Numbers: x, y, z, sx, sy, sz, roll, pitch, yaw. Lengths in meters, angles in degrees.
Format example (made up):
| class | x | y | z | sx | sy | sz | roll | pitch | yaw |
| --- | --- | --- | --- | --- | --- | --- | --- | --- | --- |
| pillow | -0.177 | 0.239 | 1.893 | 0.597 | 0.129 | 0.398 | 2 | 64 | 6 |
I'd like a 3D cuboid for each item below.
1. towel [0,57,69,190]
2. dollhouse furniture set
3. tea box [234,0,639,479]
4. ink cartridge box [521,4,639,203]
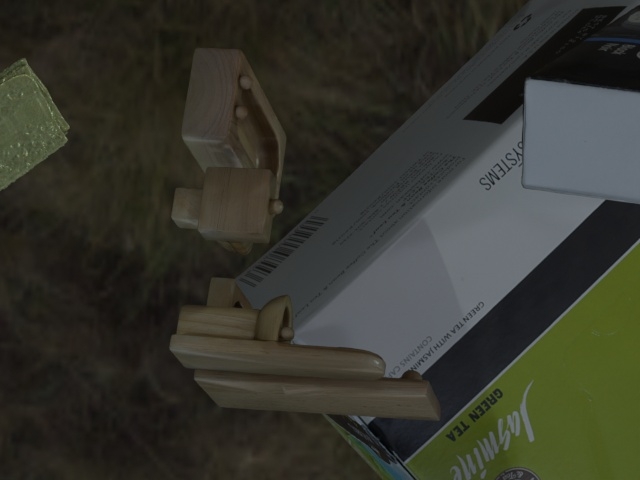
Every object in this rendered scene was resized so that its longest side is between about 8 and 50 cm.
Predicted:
| class | x | y | z | sx | sy | sz | roll | pitch | yaw |
| --- | --- | --- | --- | --- | --- | --- | --- | --- | --- |
| towel | -0.345 | -0.114 | 1.870 | 0.148 | 0.027 | 0.110 | -42 | 121 | -23 |
| dollhouse furniture set | 0.000 | 0.000 | 0.906 | 0.123 | 0.151 | 0.144 | 3 | 161 | 12 |
| tea box | 0.169 | 0.054 | 1.199 | 0.329 | 0.220 | 0.323 | -42 | 104 | -8 |
| ink cartridge box | 0.277 | -0.050 | 0.816 | 0.333 | 0.165 | 0.065 | 11 | 113 | 26 |
